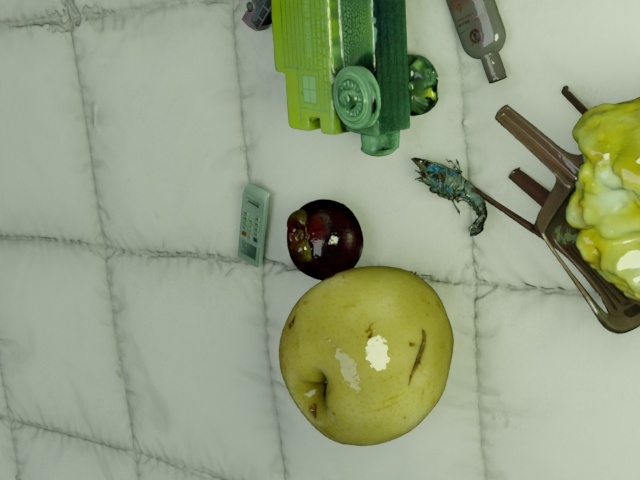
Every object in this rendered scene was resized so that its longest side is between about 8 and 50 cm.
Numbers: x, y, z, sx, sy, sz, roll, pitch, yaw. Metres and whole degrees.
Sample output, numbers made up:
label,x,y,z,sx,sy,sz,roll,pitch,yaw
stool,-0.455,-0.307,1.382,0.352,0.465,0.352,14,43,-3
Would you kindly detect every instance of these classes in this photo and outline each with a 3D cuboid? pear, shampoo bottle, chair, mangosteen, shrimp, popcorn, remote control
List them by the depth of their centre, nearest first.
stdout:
label,x,y,z,sx,sy,sz,roll,pitch,yaw
popcorn,0.506,-0.051,1.528,0.293,0.292,0.334,-7,105,51
chair,0.390,-0.045,1.691,0.326,0.175,0.183,46,137,25
shampoo bottle,0.252,-0.329,1.813,0.080,0.040,0.165,-19,90,42
shrimp,0.219,-0.085,1.917,0.174,0.076,0.082,48,170,15
pear,0.082,0.191,1.965,0.309,0.309,0.309,14,112,38
mangosteen,0.000,0.000,2.067,0.152,0.152,0.153,14,112,38
remote control,-0.128,-0.030,2.250,0.061,0.029,0.162,30,126,34

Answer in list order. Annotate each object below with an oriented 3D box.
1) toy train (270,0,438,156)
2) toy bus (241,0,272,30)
label,x,y,z,sx,sy,sz,roll,pitch,yaw
toy train,0.045,-0.364,1.900,0.272,0.179,0.442,16,115,46
toy bus,-0.093,-0.437,2.087,0.052,0.037,0.131,47,128,14
